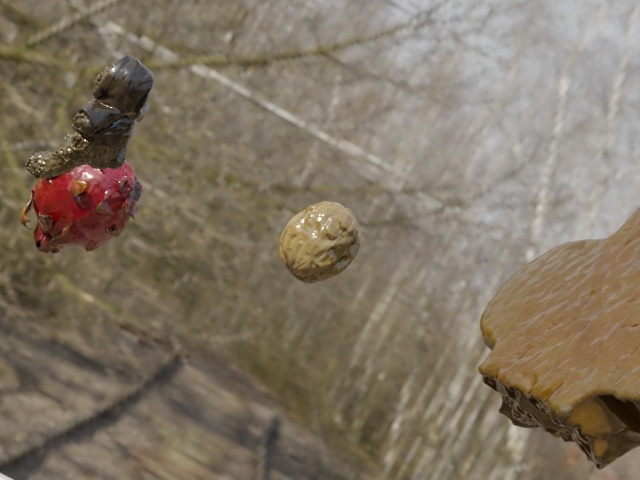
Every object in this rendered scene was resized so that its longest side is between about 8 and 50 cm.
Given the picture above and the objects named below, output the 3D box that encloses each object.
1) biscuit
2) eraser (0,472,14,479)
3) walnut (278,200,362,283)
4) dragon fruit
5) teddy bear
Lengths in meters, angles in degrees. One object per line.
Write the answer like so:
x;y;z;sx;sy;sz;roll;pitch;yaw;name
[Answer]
0.278;-0.010;0.903;0.076;0.394;0.368;49;-11;-10;biscuit
-0.334;0.257;1.359;0.404;0.098;0.096;24;-16;14;eraser
0.000;0.000;1.566;0.082;0.096;0.079;39;-13;17;walnut
-0.304;-0.051;1.840;0.136;0.166;0.133;24;36;-41;dragon fruit
-0.215;-0.110;1.442;0.078;0.160;0.119;47;31;6;teddy bear
